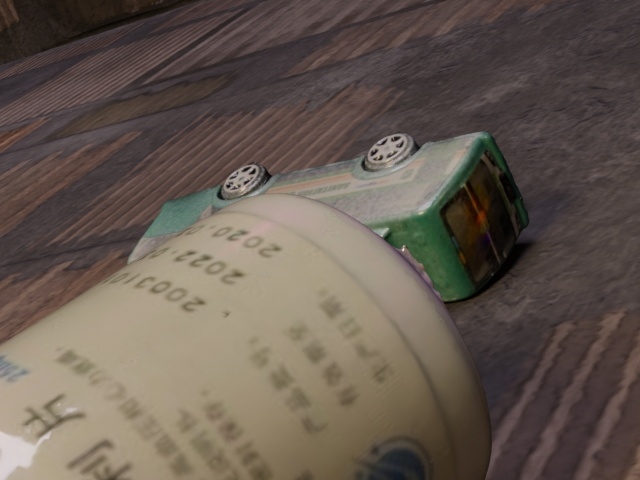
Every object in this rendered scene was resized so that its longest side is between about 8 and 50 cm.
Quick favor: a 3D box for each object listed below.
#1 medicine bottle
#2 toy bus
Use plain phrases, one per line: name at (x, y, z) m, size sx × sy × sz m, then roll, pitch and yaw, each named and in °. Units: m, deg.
medicine bottle at (-0.084, 0.114, 0.522) m, size 0.293 × 0.170 × 0.170 m, roll -33°, pitch 20°, yaw -33°
toy bus at (0.000, 0.000, 0.908) m, size 0.261 × 0.091 × 0.109 m, roll -11°, pitch 31°, yaw 35°
